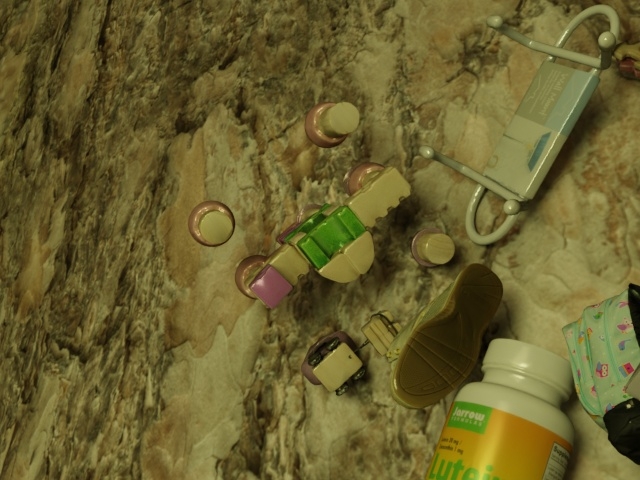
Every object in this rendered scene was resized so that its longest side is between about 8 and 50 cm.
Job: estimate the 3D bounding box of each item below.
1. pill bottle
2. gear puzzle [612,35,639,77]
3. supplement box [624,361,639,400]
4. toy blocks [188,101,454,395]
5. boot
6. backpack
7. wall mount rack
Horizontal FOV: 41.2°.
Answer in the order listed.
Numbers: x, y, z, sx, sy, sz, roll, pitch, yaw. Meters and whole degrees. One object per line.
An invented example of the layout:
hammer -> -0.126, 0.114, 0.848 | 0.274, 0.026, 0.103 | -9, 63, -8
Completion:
pill bottle -> 0.193, 0.238, 0.920 | 0.136, 0.136, 0.245 | 7, 67, 42
gear puzzle -> 0.507, -0.173, 0.981 | 0.175, 0.044, 0.339 | -22, 39, -14
supplement box -> 0.388, 0.091, 0.780 | 0.130, 0.073, 0.239 | 36, 43, 19
toy blocks -> 0.000, 0.000, 1.228 | 0.288, 0.309, 0.260 | -41, 9, -6
boot -> 0.124, 0.137, 1.018 | 0.213, 0.077, 0.165 | -51, -1, -36
backpack -> 0.328, 0.136, 0.882 | 0.115, 0.152, 0.182 | -30, 41, 26
wall mount rack -> 0.258, -0.151, 1.059 | 0.350, 0.130, 0.304 | -63, 24, 10
